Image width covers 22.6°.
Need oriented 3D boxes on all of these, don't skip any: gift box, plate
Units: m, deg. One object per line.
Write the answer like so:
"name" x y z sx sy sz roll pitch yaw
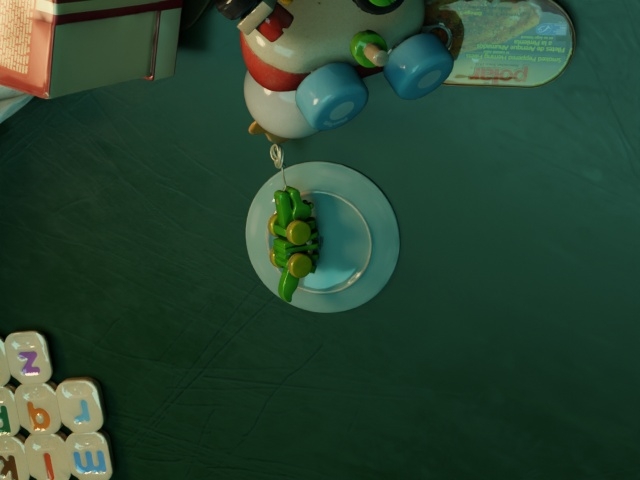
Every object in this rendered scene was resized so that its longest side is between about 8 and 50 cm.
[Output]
"gift box" -0.302 -0.314 1.743 0.276 0.258 0.255 24 114 25
"plate" 0.000 0.000 1.891 0.188 0.024 0.188 3 108 11

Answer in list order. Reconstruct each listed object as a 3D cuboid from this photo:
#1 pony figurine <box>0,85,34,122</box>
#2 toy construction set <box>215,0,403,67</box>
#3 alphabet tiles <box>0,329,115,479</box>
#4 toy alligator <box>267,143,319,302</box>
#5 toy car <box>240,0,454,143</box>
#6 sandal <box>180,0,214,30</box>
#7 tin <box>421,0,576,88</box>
"pony figurine" -0.521 -0.106 1.834 0.303 0.351 0.363 22 129 8
"toy construction set" -0.066 -0.345 1.606 0.309 0.237 0.257 11 107 -16
"alphabet tiles" -0.406 0.249 2.057 0.284 0.021 0.278 -5 105 13
"toy alligator" -0.027 -0.022 1.853 0.051 0.056 0.190 -11 107 -29
"toy car" -0.003 -0.193 1.772 0.219 0.210 0.238 58 153 21
"sandal" -0.109 -0.320 1.802 0.090 0.060 0.219 46 125 2
"tin" 0.188 -0.224 1.776 0.189 0.040 0.106 4 104 11
